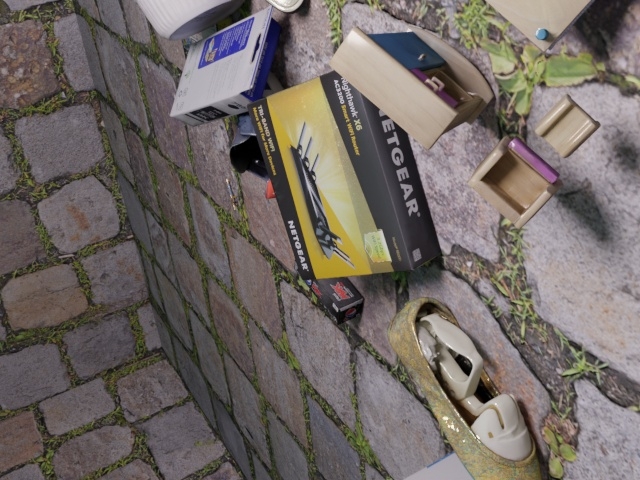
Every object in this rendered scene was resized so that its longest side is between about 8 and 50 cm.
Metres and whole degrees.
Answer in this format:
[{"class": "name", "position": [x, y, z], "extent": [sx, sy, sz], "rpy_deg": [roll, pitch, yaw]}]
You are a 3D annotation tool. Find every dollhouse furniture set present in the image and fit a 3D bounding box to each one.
[{"class": "dollhouse furniture set", "position": [0.212, -0.233, 0.732], "extent": [0.286, 0.198, 0.303], "rpy_deg": [42, 119, 7]}]

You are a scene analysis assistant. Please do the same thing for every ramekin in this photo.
[{"class": "ramekin", "position": [-0.239, -0.460, 1.349], "extent": [0.109, 0.207, 0.207], "rpy_deg": [63, 157, -8]}]

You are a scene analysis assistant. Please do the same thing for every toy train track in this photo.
[{"class": "toy train track", "position": [-0.223, -0.118, 1.830], "extent": [0.048, 0.014, 0.083], "rpy_deg": [158, 97, -74]}]

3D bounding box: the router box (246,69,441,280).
[{"class": "router box", "position": [0.031, -0.099, 1.122], "extent": [0.242, 0.081, 0.309], "rpy_deg": [-9, 102, 46]}]

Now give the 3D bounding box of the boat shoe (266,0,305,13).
[{"class": "boat shoe", "position": [-0.092, -0.466, 1.205], "extent": [0.233, 0.084, 0.079], "rpy_deg": [54, -169, 16]}]

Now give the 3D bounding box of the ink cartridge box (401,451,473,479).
[{"class": "ink cartridge box", "position": [0.221, 0.498, 1.183], "extent": [0.168, 0.171, 0.233], "rpy_deg": [43, 146, 45]}]

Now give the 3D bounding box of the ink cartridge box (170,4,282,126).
[{"class": "ink cartridge box", "position": [-0.166, -0.315, 1.339], "extent": [0.332, 0.065, 0.166], "rpy_deg": [1, 73, 56]}]

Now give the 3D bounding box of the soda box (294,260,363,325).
[{"class": "soda box", "position": [0.015, 0.083, 1.423], "extent": [0.169, 0.060, 0.053], "rpy_deg": [51, 152, 34]}]

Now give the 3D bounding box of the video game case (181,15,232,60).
[{"class": "video game case", "position": [-0.246, -0.418, 1.589], "extent": [0.232, 0.041, 0.210], "rpy_deg": [40, 144, 48]}]

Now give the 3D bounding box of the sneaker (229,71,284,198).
[{"class": "sneaker", "position": [-0.125, -0.212, 1.367], "extent": [0.350, 0.148, 0.131], "rpy_deg": [52, 152, 34]}]

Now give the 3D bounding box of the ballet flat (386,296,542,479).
[{"class": "ballet flat", "position": [0.220, 0.227, 1.049], "extent": [0.349, 0.123, 0.123], "rpy_deg": [56, 154, 27]}]
